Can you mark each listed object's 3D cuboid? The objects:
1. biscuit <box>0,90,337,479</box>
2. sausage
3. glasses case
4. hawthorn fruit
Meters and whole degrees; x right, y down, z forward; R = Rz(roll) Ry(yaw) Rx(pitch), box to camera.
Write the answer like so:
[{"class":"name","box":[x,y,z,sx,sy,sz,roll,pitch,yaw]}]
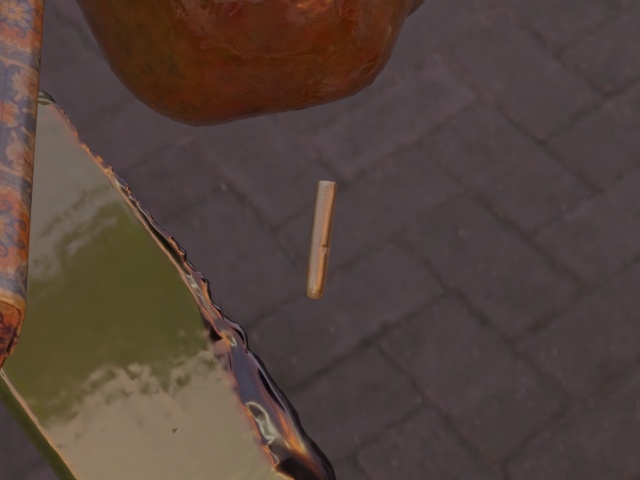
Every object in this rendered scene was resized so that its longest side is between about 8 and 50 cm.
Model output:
[{"class":"biscuit","box":[-0.060,0.086,0.712,0.099,0.322,0.038,-43,22,-24]},{"class":"sausage","box":[0.000,0.000,1.830,0.024,0.132,0.024,6,10,-1]},{"class":"glasses case","box":[-0.138,-0.058,0.601,0.075,0.049,0.218,12,48,-19]},{"class":"hawthorn fruit","box":[-0.059,-0.235,1.148,0.267,0.301,0.268,-16,40,14]}]
